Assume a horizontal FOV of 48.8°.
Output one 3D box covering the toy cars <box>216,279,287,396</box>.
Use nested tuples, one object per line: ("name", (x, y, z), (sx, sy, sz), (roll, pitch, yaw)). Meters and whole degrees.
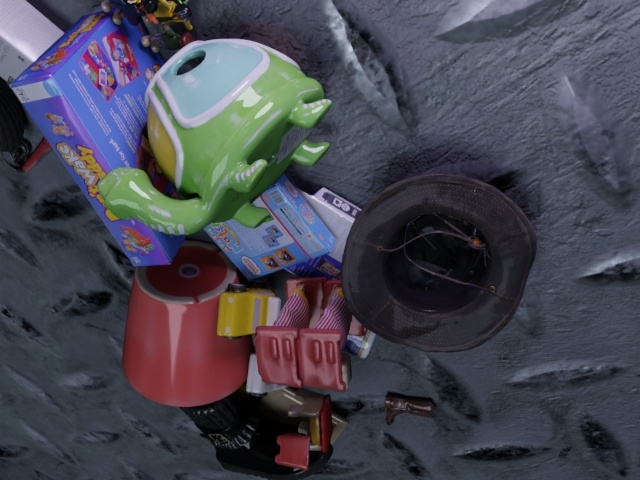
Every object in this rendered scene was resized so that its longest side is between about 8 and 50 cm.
("toy cars", (-0.100, 0.202, 1.411), (0.087, 0.177, 0.394), (7, 142, 19))

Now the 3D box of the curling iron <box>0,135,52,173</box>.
("curling iron", (-0.512, -0.195, 1.310), (0.274, 0.035, 0.068), (-22, 122, 37))

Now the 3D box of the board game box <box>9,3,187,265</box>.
("board game box", (-0.296, -0.164, 1.110), (0.078, 0.233, 0.347), (-4, 131, 25))

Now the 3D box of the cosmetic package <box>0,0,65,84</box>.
("cosmetic package", (-0.457, -0.291, 1.141), (0.231, 0.086, 0.117), (41, 148, -16))

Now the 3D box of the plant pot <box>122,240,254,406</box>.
("plant pot", (-0.265, 0.151, 1.414), (0.274, 0.275, 0.243), (13, 126, 9))

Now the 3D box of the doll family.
("doll family", (-0.243, -0.339, 1.008), (0.111, 0.076, 0.193), (12, 169, 39))

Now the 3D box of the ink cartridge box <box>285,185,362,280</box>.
("ink cartridge box", (0.000, 0.000, 1.291), (0.208, 0.045, 0.206), (30, 136, -4))

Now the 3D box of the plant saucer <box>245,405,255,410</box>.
("plant saucer", (-0.198, 0.478, 1.866), (0.119, 0.021, 0.119), (11, 137, 11))

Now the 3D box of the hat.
("hat", (0.188, 0.020, 1.174), (0.331, 0.134, 0.332), (2, 119, 5))

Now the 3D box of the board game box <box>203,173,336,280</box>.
("board game box", (-0.099, -0.017, 1.263), (0.211, 0.039, 0.160), (-20, 119, 37))

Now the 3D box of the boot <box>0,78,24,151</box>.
("boot", (-0.653, -0.270, 1.273), (0.161, 0.083, 0.247), (-1, 127, 32))

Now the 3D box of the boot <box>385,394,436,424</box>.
("boot", (0.206, 0.395, 1.616), (0.114, 0.037, 0.106), (4, 136, 12))

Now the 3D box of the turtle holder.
("turtle holder", (-0.150, -0.145, 1.037), (0.227, 0.243, 0.320), (41, 99, 8))

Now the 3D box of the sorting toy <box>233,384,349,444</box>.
("sorting toy", (-0.101, 0.430, 1.763), (0.307, 0.041, 0.229), (29, 129, 0))

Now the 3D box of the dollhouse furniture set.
("dollhouse furniture set", (-0.003, 0.270, 1.298), (0.152, 0.201, 0.374), (3, 116, 14))

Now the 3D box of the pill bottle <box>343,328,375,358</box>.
("pill bottle", (0.027, 0.163, 1.407), (0.169, 0.094, 0.094), (21, 137, 4))

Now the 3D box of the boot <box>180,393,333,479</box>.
("boot", (-0.164, 0.440, 1.683), (0.347, 0.131, 0.260), (-8, 120, 27))
